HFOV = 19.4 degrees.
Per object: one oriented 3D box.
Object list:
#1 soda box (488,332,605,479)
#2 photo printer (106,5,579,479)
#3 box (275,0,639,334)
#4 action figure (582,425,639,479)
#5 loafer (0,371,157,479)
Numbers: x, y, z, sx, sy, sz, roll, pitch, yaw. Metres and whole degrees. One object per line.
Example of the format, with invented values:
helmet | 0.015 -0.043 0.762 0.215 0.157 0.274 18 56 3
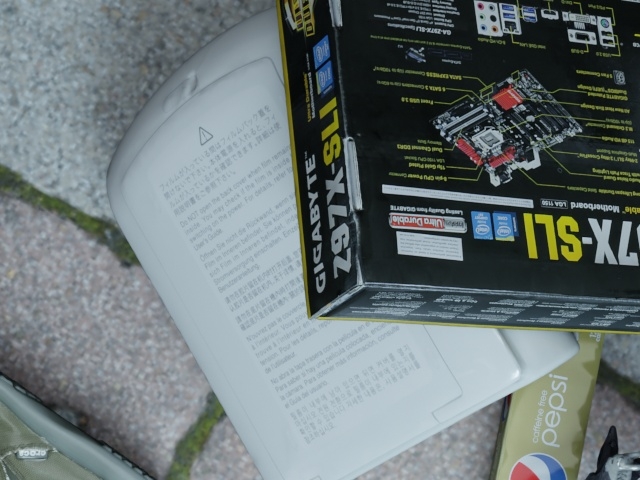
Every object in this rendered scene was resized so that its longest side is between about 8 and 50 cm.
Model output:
soda box | 0.156 0.145 1.337 0.058 0.061 0.181 12 85 1
photo printer | 0.000 0.000 1.279 0.256 0.107 0.307 -35 83 36
box | 0.137 -0.072 1.185 0.322 0.079 0.257 3 70 -26
action figure | 0.270 0.163 1.227 0.275 0.164 0.141 2 128 4
loafer | -0.225 0.147 1.326 0.251 0.094 0.087 34 82 3
